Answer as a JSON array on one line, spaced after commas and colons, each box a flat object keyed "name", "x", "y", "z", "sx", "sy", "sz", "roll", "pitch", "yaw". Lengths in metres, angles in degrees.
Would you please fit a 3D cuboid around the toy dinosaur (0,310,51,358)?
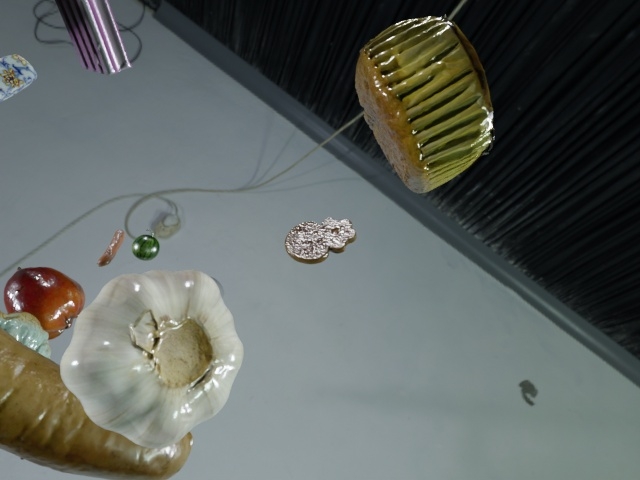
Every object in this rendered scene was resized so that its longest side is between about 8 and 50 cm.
[{"name": "toy dinosaur", "x": -0.594, "y": 0.260, "z": 0.911, "sx": 0.092, "sy": 0.393, "sz": 0.206, "roll": 6, "pitch": 54, "yaw": 26}]

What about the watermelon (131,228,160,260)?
[{"name": "watermelon", "x": -0.641, "y": 0.023, "z": 1.724, "sx": 0.108, "sy": 0.109, "sz": 0.109, "roll": 8, "pitch": 61, "yaw": -15}]

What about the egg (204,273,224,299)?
[{"name": "egg", "x": -0.419, "y": 0.178, "z": 1.540, "sx": 0.198, "sy": 0.146, "sz": 0.147, "roll": 2, "pitch": 62, "yaw": -6}]

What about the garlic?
[{"name": "garlic", "x": -0.220, "y": 0.137, "z": 0.565, "sx": 0.199, "sy": 0.226, "sz": 0.199, "roll": 12, "pitch": 73, "yaw": -42}]

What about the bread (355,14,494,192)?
[{"name": "bread", "x": 0.143, "y": -0.193, "z": 0.690, "sx": 0.142, "sy": 0.253, "sz": 0.228, "roll": -29, "pitch": 88, "yaw": 2}]

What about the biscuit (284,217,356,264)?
[{"name": "biscuit", "x": 0.000, "y": 0.000, "z": 1.131, "sx": 0.174, "sy": 0.026, "sz": 0.124, "roll": -15, "pitch": 52, "yaw": -6}]

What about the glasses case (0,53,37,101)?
[{"name": "glasses case", "x": -0.807, "y": -0.377, "z": 1.130, "sx": 0.087, "sy": 0.065, "sz": 0.248, "roll": 48, "pitch": 42, "yaw": -15}]

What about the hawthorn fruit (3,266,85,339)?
[{"name": "hawthorn fruit", "x": -0.887, "y": 0.182, "z": 1.476, "sx": 0.261, "sy": 0.224, "sz": 0.224, "roll": 44, "pitch": 58, "yaw": 1}]

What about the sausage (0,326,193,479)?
[{"name": "sausage", "x": -0.396, "y": 0.221, "z": 0.643, "sx": 0.501, "sy": 0.123, "sz": 0.136, "roll": 43, "pitch": 57, "yaw": -24}]

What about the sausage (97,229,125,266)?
[{"name": "sausage", "x": -0.678, "y": 0.025, "z": 1.520, "sx": 0.036, "sy": 0.042, "sz": 0.158, "roll": 40, "pitch": 37, "yaw": -27}]

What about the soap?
[{"name": "soap", "x": -0.495, "y": -0.468, "z": 1.003, "sx": 0.122, "sy": 0.203, "sz": 0.065, "roll": 24, "pitch": 49, "yaw": 30}]
